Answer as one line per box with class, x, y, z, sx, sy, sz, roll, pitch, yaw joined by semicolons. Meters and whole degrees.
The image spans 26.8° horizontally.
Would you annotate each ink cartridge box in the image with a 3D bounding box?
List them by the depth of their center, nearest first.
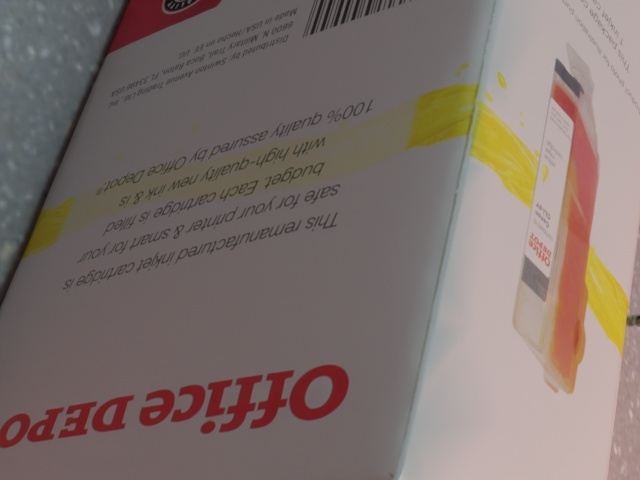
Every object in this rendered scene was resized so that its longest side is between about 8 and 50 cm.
ink cartridge box;0.000;0.000;0.671;0.160;0.279;0.384;45;47;-36
